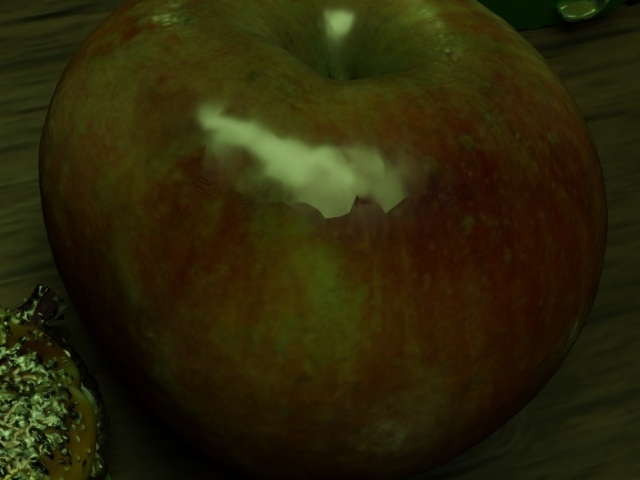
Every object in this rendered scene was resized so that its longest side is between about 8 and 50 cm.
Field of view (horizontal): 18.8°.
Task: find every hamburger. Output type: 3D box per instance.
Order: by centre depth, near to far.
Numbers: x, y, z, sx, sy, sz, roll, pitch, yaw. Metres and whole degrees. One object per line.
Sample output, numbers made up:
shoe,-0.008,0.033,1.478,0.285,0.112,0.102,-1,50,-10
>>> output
hamburger,-0.189,0.096,1.009,0.164,0.093,0.189,-17,67,-21

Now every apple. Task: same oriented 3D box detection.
apple,0.000,0.000,1.028,0.301,0.301,0.301,6,62,-11

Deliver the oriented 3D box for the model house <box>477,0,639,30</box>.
model house,0.088,-0.327,1.144,0.242,0.358,0.313,-13,69,-18
